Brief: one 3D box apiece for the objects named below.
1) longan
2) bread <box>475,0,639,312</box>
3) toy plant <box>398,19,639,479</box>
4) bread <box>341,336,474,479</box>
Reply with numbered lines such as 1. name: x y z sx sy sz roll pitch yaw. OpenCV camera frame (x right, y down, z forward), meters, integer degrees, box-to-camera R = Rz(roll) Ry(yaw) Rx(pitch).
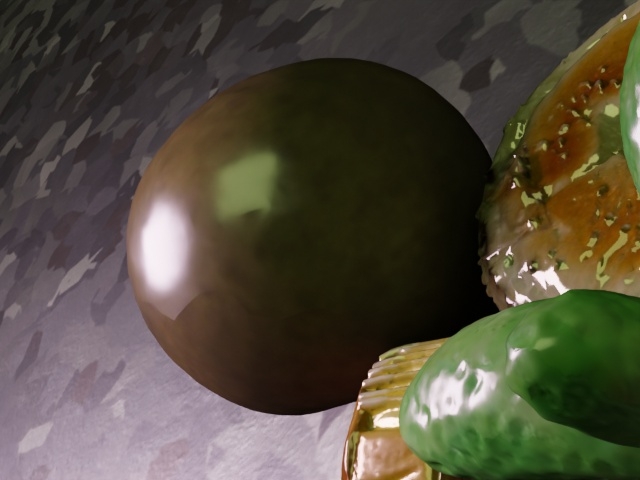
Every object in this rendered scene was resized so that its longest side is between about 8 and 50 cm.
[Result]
1. longan: 0.000 -0.003 0.845 0.297 0.297 0.297 -31 37 27
2. bread: 0.245 -0.034 0.671 0.305 0.159 0.305 -27 44 30
3. toy plant: 0.207 0.095 0.456 0.356 0.210 0.317 39 126 21
4. bread: 0.080 0.158 0.692 0.114 0.132 0.190 -17 57 39
